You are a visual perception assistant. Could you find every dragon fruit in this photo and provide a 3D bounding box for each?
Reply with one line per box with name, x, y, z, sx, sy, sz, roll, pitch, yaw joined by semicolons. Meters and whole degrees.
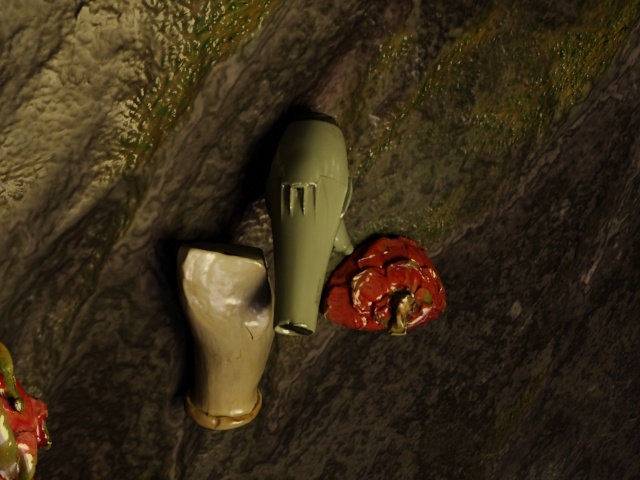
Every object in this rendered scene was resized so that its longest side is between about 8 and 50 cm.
dragon fruit;-0.307;0.156;0.997;0.160;0.166;0.172;14;94;-45
dragon fruit;0.089;0.048;1.380;0.162;0.106;0.083;-20;130;-34

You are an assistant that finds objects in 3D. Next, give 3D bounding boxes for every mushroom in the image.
mushroom;-0.092;0.087;1.223;0.108;0.096;0.247;-62;161;-47

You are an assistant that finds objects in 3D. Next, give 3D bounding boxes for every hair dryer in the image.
hair dryer;-0.008;0.015;1.208;0.225;0.088;0.219;76;21;-49
